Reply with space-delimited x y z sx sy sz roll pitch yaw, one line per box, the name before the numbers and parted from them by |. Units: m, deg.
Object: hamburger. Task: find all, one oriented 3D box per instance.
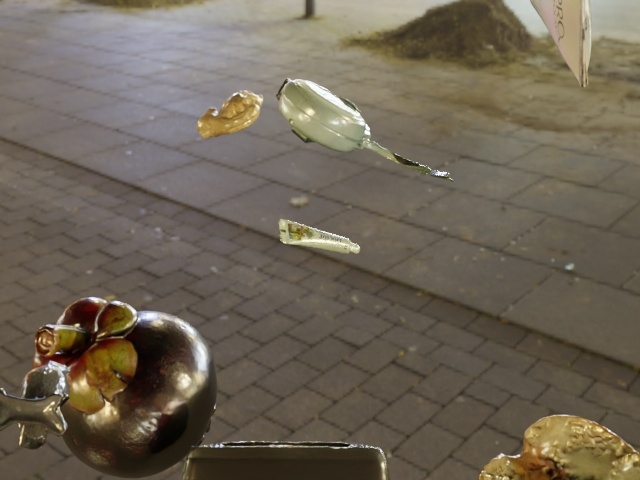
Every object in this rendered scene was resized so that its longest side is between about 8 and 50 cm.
hamburger | 0.525 0.526 1.480 0.445 0.287 0.268 42 84 23

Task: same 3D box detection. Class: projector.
projector | -0.071 0.591 1.538 0.396 0.404 0.242 1 -14 -4

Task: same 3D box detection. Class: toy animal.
toy animal | -0.466 0.280 1.373 0.121 0.117 0.210 -2 8 -1

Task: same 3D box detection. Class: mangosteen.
mangosteen | -0.434 0.307 1.746 0.435 0.382 0.382 34 16 -19

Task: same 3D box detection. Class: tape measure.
tape measure | 0.056 -0.154 1.272 0.164 0.084 0.330 2 34 -49

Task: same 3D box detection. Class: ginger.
ginger | -0.201 -0.288 1.780 0.150 0.065 0.258 -18 23 5

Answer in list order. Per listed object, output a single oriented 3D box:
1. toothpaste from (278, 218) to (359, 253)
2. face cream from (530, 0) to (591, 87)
toothpaste | 0.000 0.000 2.037 0.256 0.037 0.067 14 58 -36
face cream | 0.241 -0.232 0.794 0.058 0.092 0.243 -7 28 12
